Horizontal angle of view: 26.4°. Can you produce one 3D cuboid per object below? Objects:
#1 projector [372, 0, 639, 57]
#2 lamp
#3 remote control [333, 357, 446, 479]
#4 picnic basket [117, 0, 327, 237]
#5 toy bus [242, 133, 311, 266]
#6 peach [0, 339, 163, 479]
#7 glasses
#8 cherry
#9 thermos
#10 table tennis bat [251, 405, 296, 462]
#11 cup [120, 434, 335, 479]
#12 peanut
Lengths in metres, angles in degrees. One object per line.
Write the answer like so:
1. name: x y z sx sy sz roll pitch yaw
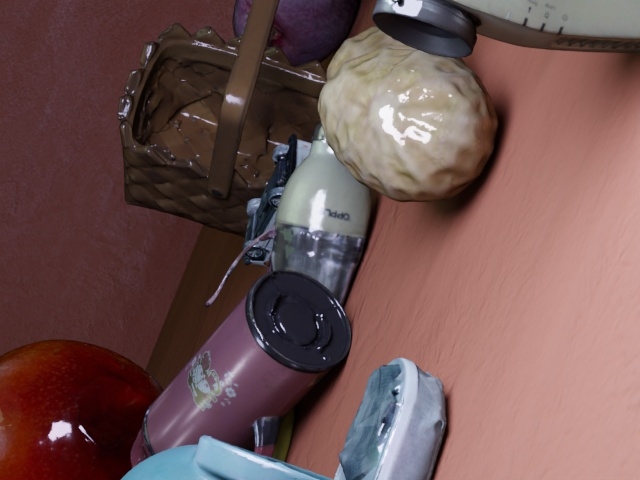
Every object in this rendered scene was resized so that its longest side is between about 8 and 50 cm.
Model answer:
1. projector: 0.089 -0.201 0.764 0.088 0.269 0.194 158 133 -82
2. lamp: 0.000 0.000 1.379 0.101 0.101 0.250 179 100 -80
3. remote control: 0.025 0.198 0.904 0.104 0.052 0.247 151 140 -74
4. picnic basket: -0.112 -0.169 1.781 0.321 0.291 0.254 110 175 -55
5. toy bus: -0.036 -0.037 1.665 0.194 0.089 0.087 121 158 -50
6. peach: -0.385 0.330 2.047 0.388 0.388 0.388 -158 90 -81
7. glasses: -0.037 0.018 1.555 0.255 0.095 0.162 -62 -8 27
8. cherry: -0.036 -0.369 2.133 0.213 0.183 0.266 -34 19 49
9. thermos: -0.090 0.174 1.366 0.109 0.136 0.330 -41 -6 -49
10. table tennis bat: -0.099 0.244 1.516 0.224 0.054 0.368 -67 13 -5
11. cup: -0.030 0.247 0.692 0.258 0.219 0.289 -69 -20 -8
12. peanut: 0.064 -0.113 1.131 0.298 0.136 0.120 -96 26 -73
